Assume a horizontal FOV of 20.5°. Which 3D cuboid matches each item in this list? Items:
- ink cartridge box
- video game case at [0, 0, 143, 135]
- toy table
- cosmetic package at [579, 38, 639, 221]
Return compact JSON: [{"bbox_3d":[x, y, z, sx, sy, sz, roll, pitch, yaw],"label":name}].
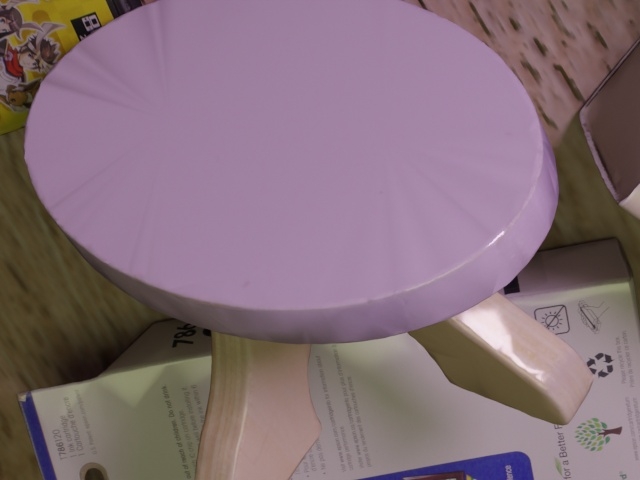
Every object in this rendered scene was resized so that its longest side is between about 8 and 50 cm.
[{"bbox_3d":[0.016,0.110,0.975,0.333,0.065,0.165,-10,113,4],"label":"ink cartridge box"},{"bbox_3d":[-0.242,-0.162,0.869,0.248,0.035,0.275,-18,117,9],"label":"video game case"},{"bbox_3d":[0.000,0.000,0.829,0.252,0.274,0.161,-45,138,-13],"label":"toy table"},{"bbox_3d":[0.287,-0.005,0.872,0.296,0.153,0.129,36,108,-11],"label":"cosmetic package"}]
